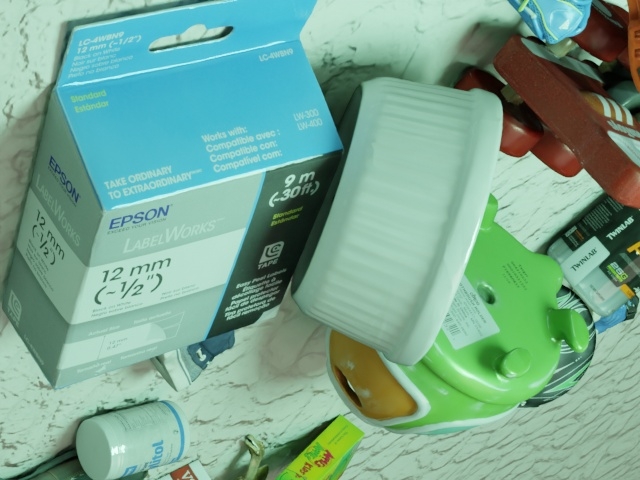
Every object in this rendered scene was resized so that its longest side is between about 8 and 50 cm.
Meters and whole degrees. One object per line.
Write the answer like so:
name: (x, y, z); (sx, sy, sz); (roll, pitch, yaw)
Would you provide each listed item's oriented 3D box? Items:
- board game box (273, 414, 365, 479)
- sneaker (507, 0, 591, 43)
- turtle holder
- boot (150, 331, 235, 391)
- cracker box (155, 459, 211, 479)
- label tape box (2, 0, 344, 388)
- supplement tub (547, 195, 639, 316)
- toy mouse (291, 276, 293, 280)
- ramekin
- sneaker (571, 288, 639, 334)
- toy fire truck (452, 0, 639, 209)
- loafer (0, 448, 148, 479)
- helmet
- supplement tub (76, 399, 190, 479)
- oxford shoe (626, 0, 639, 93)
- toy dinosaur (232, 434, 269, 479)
board game box: (-0.021, 0.304, 2.120); (0.181, 0.043, 0.092); (-40, 162, -47)
sneaker: (0.182, -0.249, 1.493); (0.091, 0.126, 0.240); (-44, 152, 12)
turtle holder: (0.137, 0.081, 1.876); (0.227, 0.243, 0.320); (-42, -166, 37)
boot: (-0.138, 0.084, 1.710); (0.086, 0.069, 0.190); (-39, 161, -12)
cracker box: (-0.203, 0.376, 1.968); (0.232, 0.156, 0.067); (-25, 149, -23)
label tape box: (-0.119, -0.045, 1.477); (0.249, 0.115, 0.348); (-16, 147, -34)
supplement tub: (0.386, -0.004, 2.106); (0.190, 0.117, 0.117); (-42, 152, 9)
toy mouse: (0.000, 0.000, 1.764); (0.161, 0.031, 0.143); (-37, 152, 0)
ramekin: (0.064, -0.028, 1.575); (0.127, 0.273, 0.273); (18, 134, -5)
sneaker: (0.389, 0.081, 2.297); (0.084, 0.058, 0.152); (-28, 156, -5)
toy fire truck: (0.295, -0.109, 1.696); (0.169, 0.254, 0.302); (-47, 150, 19)
loafer: (-0.293, 0.290, 1.813); (0.267, 0.084, 0.096); (-13, 144, -37)
helmet: (0.261, 0.128, 2.119); (0.169, 0.169, 0.161); (-41, 168, 7)
supplement tub: (-0.200, 0.214, 1.819); (0.107, 0.071, 0.071); (-11, 143, -40)
oxford shoe: (0.326, -0.263, 1.590); (0.098, 0.097, 0.271); (-29, 120, -67)
toy dinosaur: (-0.094, 0.318, 2.098); (0.092, 0.053, 0.183); (-43, 158, -36)
